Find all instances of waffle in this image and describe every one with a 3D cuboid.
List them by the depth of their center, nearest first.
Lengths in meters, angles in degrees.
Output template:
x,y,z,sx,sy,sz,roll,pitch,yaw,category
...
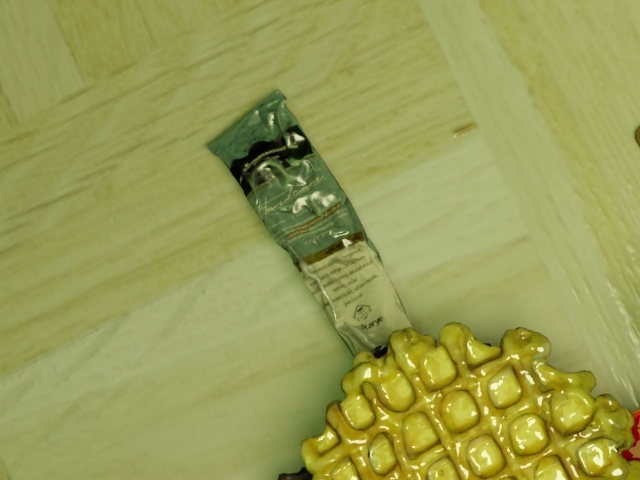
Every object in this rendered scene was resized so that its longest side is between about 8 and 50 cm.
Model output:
x,y,z,sx,sy,sz,roll,pitch,yaw,category
0.108,0.185,1.265,0.253,0.056,0.249,5,86,13,waffle

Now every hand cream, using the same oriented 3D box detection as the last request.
x,y,z,sx,sy,sz,roll,pitch,yaw,category
0.000,0.000,1.402,0.075,0.052,0.248,-30,74,-10,hand cream

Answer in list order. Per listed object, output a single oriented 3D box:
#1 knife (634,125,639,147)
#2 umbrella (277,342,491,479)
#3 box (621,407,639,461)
x,y,z,sx,sy,sz,roll,pitch,yaw,category
0.350,-0.147,1.315,0.256,0.022,0.046,-31,77,13,knife
0.028,0.208,1.359,0.326,0.094,0.090,-46,53,8,umbrella
0.360,0.171,1.268,0.313,0.089,0.197,-30,78,13,box
